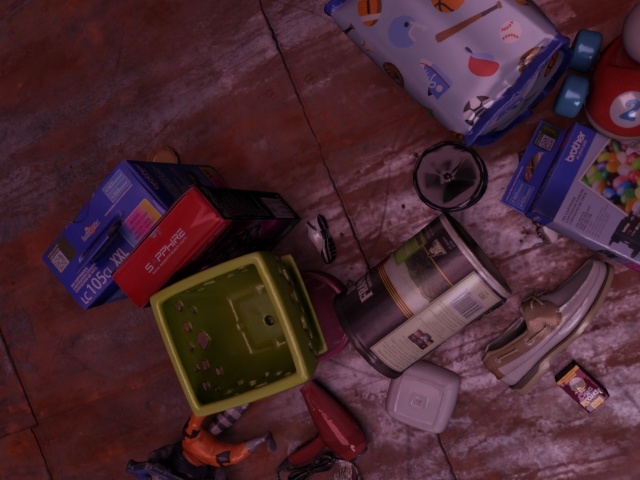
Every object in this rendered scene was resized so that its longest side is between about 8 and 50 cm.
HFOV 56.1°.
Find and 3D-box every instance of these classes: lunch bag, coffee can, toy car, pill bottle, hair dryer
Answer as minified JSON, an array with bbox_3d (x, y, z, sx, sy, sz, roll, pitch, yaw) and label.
[{"bbox_3d":[0.236,-0.334,1.013,0.328,0.385,0.239,47,118,8],"label":"lunch bag"},{"bbox_3d":[0.193,0.105,1.153,0.275,0.201,0.201,-40,82,15],"label":"coffee can"},{"bbox_3d":[0.533,-0.302,0.971,0.219,0.238,0.210,19,69,11],"label":"toy car"},{"bbox_3d":[0.246,-0.114,1.110,0.123,0.219,0.122,1,94,17],"label":"pill bottle"},{"bbox_3d":[-0.006,0.449,1.305,0.224,0.080,0.293,0,94,18],"label":"hair dryer"}]

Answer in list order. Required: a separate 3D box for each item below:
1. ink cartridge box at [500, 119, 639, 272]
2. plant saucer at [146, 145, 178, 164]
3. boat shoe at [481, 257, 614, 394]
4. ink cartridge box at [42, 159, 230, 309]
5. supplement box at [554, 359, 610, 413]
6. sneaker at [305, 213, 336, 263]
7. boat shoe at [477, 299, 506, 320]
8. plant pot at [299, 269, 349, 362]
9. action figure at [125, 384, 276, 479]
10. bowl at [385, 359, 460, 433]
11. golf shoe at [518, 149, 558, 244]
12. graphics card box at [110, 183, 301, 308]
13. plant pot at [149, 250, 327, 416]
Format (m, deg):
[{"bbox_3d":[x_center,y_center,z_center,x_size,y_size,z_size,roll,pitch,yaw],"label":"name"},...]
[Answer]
[{"bbox_3d":[0.505,-0.081,1.072,0.311,0.065,0.185,27,86,7],"label":"ink cartridge box"},{"bbox_3d":[-0.367,-0.178,1.404,0.084,0.015,0.083,1,95,18],"label":"plant saucer"},{"bbox_3d":[0.423,0.150,1.130,0.103,0.113,0.302,34,104,7],"label":"boat shoe"},{"bbox_3d":[-0.357,-0.017,1.213,0.270,0.395,0.151,-45,80,16],"label":"ink cartridge box"},{"bbox_3d":[0.500,0.280,1.152,0.083,0.043,0.055,43,103,10],"label":"supplement box"},{"bbox_3d":[0.000,0.000,1.296,0.044,0.040,0.109,-20,84,34],"label":"sneaker"},{"bbox_3d":[0.308,0.142,1.202,0.142,0.049,0.040,-37,121,21],"label":"boat shoe"},{"bbox_3d":[-0.043,0.167,1.243,0.202,0.180,0.201,1,94,18],"label":"plant pot"},{"bbox_3d":[-0.238,0.505,1.373,0.341,0.178,0.330,38,113,-17],"label":"action figure"},{"bbox_3d":[0.207,0.326,1.243,0.142,0.053,0.142,18,101,16],"label":"bowl"},{"bbox_3d":[0.431,-0.086,1.134,0.086,0.067,0.185,-11,90,16],"label":"golf shoe"},{"bbox_3d":[-0.204,0.006,1.182,0.233,0.371,0.094,-45,79,14],"label":"graphics card box"},{"bbox_3d":[-0.124,0.150,1.063,0.227,0.207,0.228,-22,86,17],"label":"plant pot"}]
